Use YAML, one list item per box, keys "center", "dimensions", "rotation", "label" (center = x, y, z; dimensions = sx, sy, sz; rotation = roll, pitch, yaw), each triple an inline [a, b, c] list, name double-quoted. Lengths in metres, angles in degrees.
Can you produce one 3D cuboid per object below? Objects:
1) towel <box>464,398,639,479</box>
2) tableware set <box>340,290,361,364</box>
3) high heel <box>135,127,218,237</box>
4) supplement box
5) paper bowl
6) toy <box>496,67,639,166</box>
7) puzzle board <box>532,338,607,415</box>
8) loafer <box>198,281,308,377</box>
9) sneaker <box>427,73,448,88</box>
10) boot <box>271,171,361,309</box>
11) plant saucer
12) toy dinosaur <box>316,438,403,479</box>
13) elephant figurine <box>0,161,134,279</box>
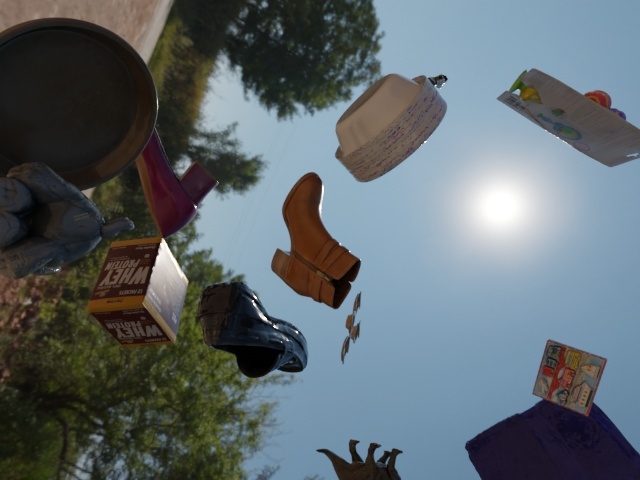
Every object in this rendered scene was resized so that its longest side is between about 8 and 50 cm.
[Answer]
- center: [0.506, 0.483, 0.923]
  dimensions: [0.309, 0.076, 0.227]
  rotation: [-33, -136, 8]
  label: "towel"
- center: [0.082, 0.219, 1.068]
  dimensions: [0.168, 0.020, 0.140]
  rotation: [-48, 146, -63]
  label: "tableware set"
- center: [-0.418, -0.183, 0.918]
  dimensions: [0.181, 0.377, 0.127]
  rotation: [-53, -165, -16]
  label: "high heel"
- center: [-0.433, 0.129, 1.029]
  dimensions: [0.191, 0.129, 0.194]
  rotation: [81, 5, -49]
  label: "supplement box"
- center: [0.150, -0.289, 1.029]
  dimensions: [0.284, 0.148, 0.284]
  rotation: [-41, -163, 16]
  label: "paper bowl"
- center: [0.423, -0.209, 0.682]
  dimensions: [0.056, 0.238, 0.137]
  rotation: [-62, 179, 0]
  label: "toy"
- center: [0.460, 0.256, 0.785]
  dimensions: [0.097, 0.011, 0.128]
  rotation: [17, -65, 33]
  label: "puzzle board"
- center: [-0.074, 0.127, 0.502]
  dimensions: [0.076, 0.223, 0.078]
  rotation: [-11, -124, 16]
  label: "loafer"
- center: [0.312, -0.432, 1.129]
  dimensions: [0.037, 0.083, 0.031]
  rotation: [-38, -100, 40]
  label: "sneaker"
- center: [0.000, 0.000, 0.971]
  dimensions: [0.220, 0.109, 0.283]
  rotation: [27, -81, 40]
  label: "boot"
- center: [-0.385, -0.196, 0.643]
  dimensions: [0.041, 0.278, 0.277]
  rotation: [40, -68, 25]
  label: "plant saucer"
- center: [0.138, 0.642, 1.147]
  dimensions: [0.121, 0.314, 0.160]
  rotation: [-44, -154, 53]
  label: "toy dinosaur"
- center: [-0.455, -0.021, 0.637]
  dimensions: [0.240, 0.185, 0.169]
  rotation: [-10, -145, 40]
  label: "elephant figurine"
